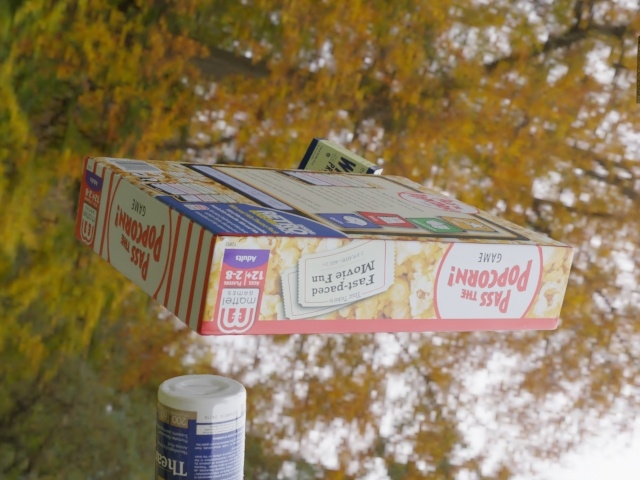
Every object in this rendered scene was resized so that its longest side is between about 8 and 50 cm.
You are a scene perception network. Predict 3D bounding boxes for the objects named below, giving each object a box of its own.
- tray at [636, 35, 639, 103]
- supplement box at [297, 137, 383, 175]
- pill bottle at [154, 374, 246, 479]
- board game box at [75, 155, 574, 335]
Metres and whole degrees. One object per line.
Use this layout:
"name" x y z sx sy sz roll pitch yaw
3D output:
"tray" 0.528 -0.161 1.079 0.411 0.203 0.076 1 -89 36
"supplement box" 0.022 -0.079 1.390 0.056 0.083 0.083 -62 174 9
"pill bottle" -0.091 0.166 0.877 0.067 0.067 0.120 -152 -118 -67
"board game box" 0.000 0.000 0.562 0.147 0.194 0.045 29 -67 55
